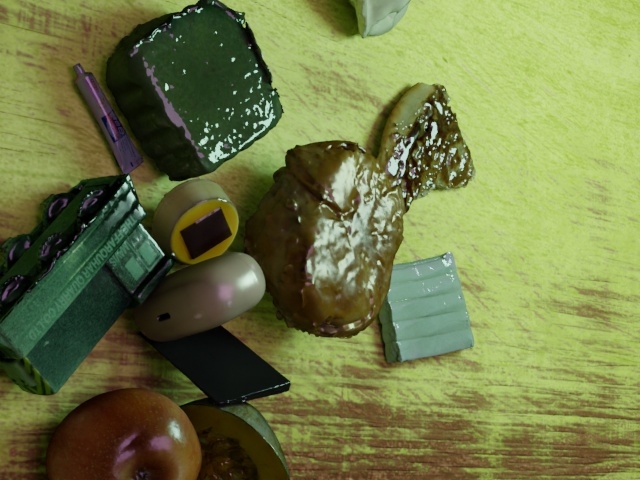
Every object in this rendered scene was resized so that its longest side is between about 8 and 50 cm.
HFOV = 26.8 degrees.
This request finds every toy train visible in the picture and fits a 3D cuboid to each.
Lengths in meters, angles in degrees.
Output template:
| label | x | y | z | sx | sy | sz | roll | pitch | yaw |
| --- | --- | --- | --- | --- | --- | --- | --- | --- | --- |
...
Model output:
| label | x | y | z | sx | sy | sz | roll | pitch | yaw |
| --- | --- | --- | --- | --- | --- | --- | --- | --- | --- |
| toy train | -0.332 | 0.061 | 1.760 | 0.330 | 0.138 | 0.178 | -54 | 123 | -32 |

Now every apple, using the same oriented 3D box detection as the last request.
| label | x | y | z | sx | sy | sz | roll | pitch | yaw |
| --- | --- | --- | --- | --- | --- | --- | --- | --- | --- |
| apple | -0.254 | 0.293 | 1.767 | 0.201 | 0.162 | 0.201 | 0 | 90 | -32 |

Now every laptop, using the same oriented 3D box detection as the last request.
| label | x | y | z | sx | sy | sz | roll | pitch | yaw |
| --- | --- | --- | --- | --- | --- | --- | --- | --- | --- |
| laptop | -0.150 | 0.169 | 1.886 | 0.135 | 0.197 | 0.016 | -9 | 123 | -41 |

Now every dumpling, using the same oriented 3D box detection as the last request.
| label | x | y | z | sx | sy | sz | roll | pitch | yaw |
| --- | --- | --- | --- | --- | --- | --- | --- | --- | --- |
| dumpling | 0.107 | -0.431 | 2.243 | 0.252 | 0.131 | 0.179 | -42 | 134 | -60 |

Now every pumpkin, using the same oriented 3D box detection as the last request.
| label | x | y | z | sx | sy | sz | roll | pitch | yaw |
| --- | --- | --- | --- | --- | --- | --- | --- | --- | --- |
| pumpkin | -0.122 | 0.299 | 1.881 | 0.217 | 0.217 | 0.110 | 64 | 31 | -16 |

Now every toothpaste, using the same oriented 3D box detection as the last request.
| label | x | y | z | sx | sy | sz | roll | pitch | yaw |
| --- | --- | --- | --- | --- | --- | --- | --- | --- | --- |
| toothpaste | -0.302 | -0.173 | 1.885 | 0.045 | 0.028 | 0.170 | -46 | 117 | -43 |

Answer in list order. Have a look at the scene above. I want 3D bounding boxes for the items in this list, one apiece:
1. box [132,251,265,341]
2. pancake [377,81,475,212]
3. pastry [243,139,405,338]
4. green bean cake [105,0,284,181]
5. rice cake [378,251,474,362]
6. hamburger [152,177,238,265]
| label | x | y | z | sx | sy | sz | roll | pitch | yaw |
| --- | --- | --- | --- | --- | --- | --- | --- | --- | --- |
| box | -0.169 | 0.079 | 1.855 | 0.146 | 0.200 | 0.088 | -28 | 98 | -48 |
| pancake | 0.183 | -0.137 | 2.318 | 0.244 | 0.057 | 0.266 | 32 | 68 | -45 |
| pastry | 0.000 | 0.000 | 2.046 | 0.255 | 0.162 | 0.311 | 42 | 57 | -33 |
| green bean cake | -0.180 | -0.224 | 1.938 | 0.222 | 0.125 | 0.227 | -38 | 108 | -36 |
| rice cake | 0.175 | 0.115 | 2.273 | 0.198 | 0.037 | 0.189 | -17 | 97 | -42 |
| hamburger | -0.180 | -0.025 | 1.925 | 0.126 | 0.081 | 0.141 | -45 | 135 | -3 |
